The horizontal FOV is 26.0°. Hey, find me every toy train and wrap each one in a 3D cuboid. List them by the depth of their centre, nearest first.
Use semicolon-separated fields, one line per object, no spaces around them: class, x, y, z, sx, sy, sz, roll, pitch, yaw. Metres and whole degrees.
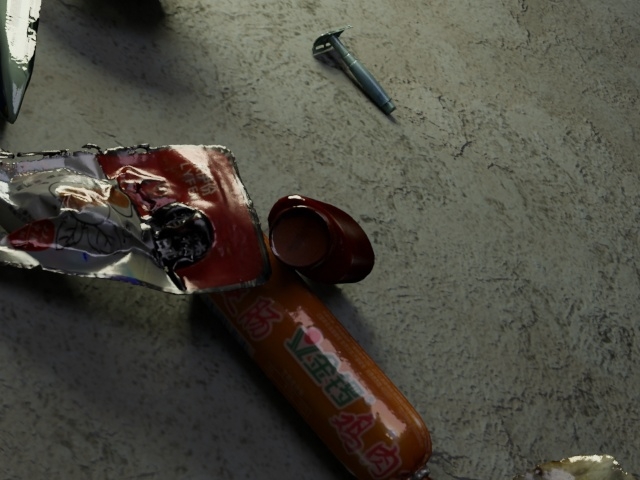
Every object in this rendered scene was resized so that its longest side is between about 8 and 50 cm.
toy train;-0.328;-0.211;1.453;0.048;0.055;0.252;21;37;-25

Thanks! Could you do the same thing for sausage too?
sausage;0.002;0.126;1.340;0.312;0.093;0.093;49;35;14

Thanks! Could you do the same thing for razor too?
razor;0.052;-0.222;1.846;0.135;0.040;0.068;52;36;6

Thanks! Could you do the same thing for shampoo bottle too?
shampoo bottle;0.000;0.000;1.401;0.102;0.064;0.260;49;5;6

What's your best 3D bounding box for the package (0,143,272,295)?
package;-0.194;-0.021;1.316;0.269;0.071;0.194;0;56;-24

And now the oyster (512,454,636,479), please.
oyster;0.253;0.373;1.305;0.204;0.111;0.396;0;48;-20
